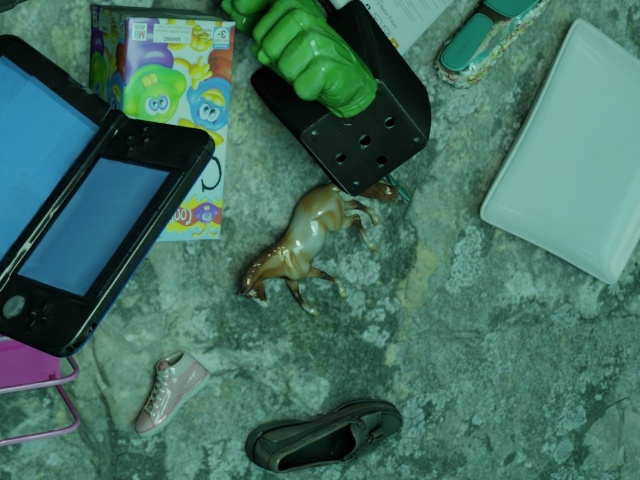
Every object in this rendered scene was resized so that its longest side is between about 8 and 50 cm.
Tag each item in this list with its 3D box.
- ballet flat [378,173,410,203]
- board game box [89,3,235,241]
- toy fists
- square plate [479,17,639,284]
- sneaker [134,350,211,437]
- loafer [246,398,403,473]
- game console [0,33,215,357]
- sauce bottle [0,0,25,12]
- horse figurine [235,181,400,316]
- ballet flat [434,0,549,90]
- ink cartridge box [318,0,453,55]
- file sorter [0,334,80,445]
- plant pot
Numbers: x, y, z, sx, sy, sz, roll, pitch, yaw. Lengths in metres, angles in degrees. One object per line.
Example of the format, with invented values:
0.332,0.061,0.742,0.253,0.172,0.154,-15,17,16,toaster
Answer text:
0.090,-0.090,1.678,0.041,0.041,0.114,-46,122,-8,ballet flat
-0.206,-0.148,1.424,0.144,0.142,0.275,-3,108,-28,board game box
-0.043,-0.264,1.402,0.096,0.279,0.142,-40,142,11,toy fists
0.442,-0.137,1.849,0.344,0.049,0.347,24,94,-34,square plate
-0.224,0.211,1.593,0.134,0.051,0.070,-43,120,-14,sneaker
0.021,0.315,1.743,0.267,0.084,0.096,-8,110,-27,loafer
-0.302,-0.058,1.200,0.293,0.250,0.173,-59,135,-20,game console
-0.243,-0.361,1.350,0.344,0.111,0.111,-25,117,-22,sauce bottle
0.000,0.000,1.638,0.174,0.066,0.263,36,90,-39,horse figurine
0.263,-0.318,1.680,0.241,0.091,0.077,-44,152,-5,ballet flat
0.154,-0.430,1.578,0.371,0.069,0.176,-46,122,-6,ink cartridge box
-0.401,0.086,1.370,0.202,0.182,0.291,-7,110,-27,file sorter
0.042,-0.173,1.507,0.187,0.167,0.188,-35,122,11,plant pot
